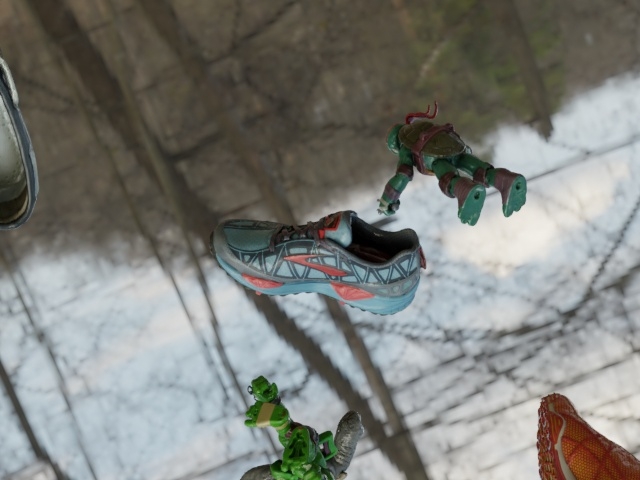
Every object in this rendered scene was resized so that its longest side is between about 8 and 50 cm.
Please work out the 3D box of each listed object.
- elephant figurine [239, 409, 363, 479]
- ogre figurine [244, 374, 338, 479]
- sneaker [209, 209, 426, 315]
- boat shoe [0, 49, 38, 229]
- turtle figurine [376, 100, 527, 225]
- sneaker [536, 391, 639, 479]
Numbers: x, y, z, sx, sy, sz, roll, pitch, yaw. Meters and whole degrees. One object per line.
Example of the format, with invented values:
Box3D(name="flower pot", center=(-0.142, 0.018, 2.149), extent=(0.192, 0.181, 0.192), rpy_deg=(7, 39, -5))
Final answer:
Box3D(name="elephant figurine", center=(-0.038, 0.373, 2.275), extent=(0.169, 0.239, 0.186), rpy_deg=(9, -136, 5))
Box3D(name="ogre figurine", center=(-0.030, 0.282, 2.142), extent=(0.197, 0.118, 0.097), rpy_deg=(31, -107, 38))
Box3D(name="sneaker", center=(0.000, 0.000, 1.895), extent=(0.261, 0.125, 0.104), rpy_deg=(10, -134, -9))
Box3D(name="boat shoe", center=(-0.327, -0.140, 1.423), extent=(0.114, 0.302, 0.091), rpy_deg=(-26, -139, -1))
Box3D(name="turtle figurine", center=(0.147, -0.094, 2.044), extent=(0.175, 0.118, 0.234), rpy_deg=(-30, -142, -26))
Box3D(name="sneaker", center=(0.180, 0.158, 0.981), extent=(0.067, 0.064, 0.175), rpy_deg=(-8, -144, -13))
